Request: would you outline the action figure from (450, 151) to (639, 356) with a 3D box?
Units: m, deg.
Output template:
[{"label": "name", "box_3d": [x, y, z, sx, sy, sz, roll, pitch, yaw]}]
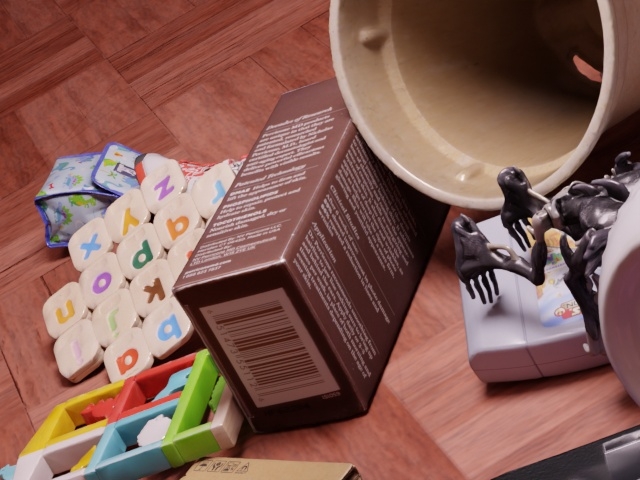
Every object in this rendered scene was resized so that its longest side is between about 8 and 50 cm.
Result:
[{"label": "action figure", "box_3d": [0.245, 0.002, 1.695, 0.164, 0.141, 0.275, -49, 25, -23]}]

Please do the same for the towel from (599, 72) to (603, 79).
[{"label": "towel", "box_3d": [0.454, -0.295, 2.069, 0.332, 0.053, 0.317, 22, 94, 60]}]

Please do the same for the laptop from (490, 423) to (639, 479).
[{"label": "laptop", "box_3d": [0.228, 0.195, 1.460, 0.234, 0.136, 0.264, -21, 36, 12]}]

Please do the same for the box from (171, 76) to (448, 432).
[{"label": "box", "box_3d": [0.000, 0.000, 2.002, 0.143, 0.191, 0.381, -14, 28, 29]}]

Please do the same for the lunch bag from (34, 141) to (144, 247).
[{"label": "lunch bag", "box_3d": [-0.279, -0.061, 2.523, 0.151, 0.096, 0.129, -6, 27, 12]}]

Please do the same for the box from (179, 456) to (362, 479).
[{"label": "box", "box_3d": [-0.081, 0.261, 1.787, 0.201, 0.021, 0.164, -3, 35, 42]}]

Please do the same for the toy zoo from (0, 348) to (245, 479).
[{"label": "toy zoo", "box_3d": [-0.205, 0.196, 1.998, 0.293, 0.030, 0.192, -21, 21, 18]}]

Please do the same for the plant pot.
[{"label": "plant pot", "box_3d": [0.233, -0.224, 1.983, 0.334, 0.334, 0.305, -4, 10, 41]}]

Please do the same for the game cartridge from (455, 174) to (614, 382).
[{"label": "game cartridge", "box_3d": [0.271, 0.023, 1.804, 0.297, 0.062, 0.198, -20, 35, 15]}]

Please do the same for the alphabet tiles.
[{"label": "alphabet tiles", "box_3d": [-0.194, 0.036, 2.217, 0.284, 0.021, 0.278, -38, 40, 9]}]

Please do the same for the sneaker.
[{"label": "sneaker", "box_3d": [-0.132, -0.058, 2.362, 0.145, 0.090, 0.270, -31, 29, 0]}]

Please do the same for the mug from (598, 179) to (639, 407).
[{"label": "mug", "box_3d": [0.393, 0.045, 1.406, 0.328, 0.374, 0.276, -28, -25, -45]}]
